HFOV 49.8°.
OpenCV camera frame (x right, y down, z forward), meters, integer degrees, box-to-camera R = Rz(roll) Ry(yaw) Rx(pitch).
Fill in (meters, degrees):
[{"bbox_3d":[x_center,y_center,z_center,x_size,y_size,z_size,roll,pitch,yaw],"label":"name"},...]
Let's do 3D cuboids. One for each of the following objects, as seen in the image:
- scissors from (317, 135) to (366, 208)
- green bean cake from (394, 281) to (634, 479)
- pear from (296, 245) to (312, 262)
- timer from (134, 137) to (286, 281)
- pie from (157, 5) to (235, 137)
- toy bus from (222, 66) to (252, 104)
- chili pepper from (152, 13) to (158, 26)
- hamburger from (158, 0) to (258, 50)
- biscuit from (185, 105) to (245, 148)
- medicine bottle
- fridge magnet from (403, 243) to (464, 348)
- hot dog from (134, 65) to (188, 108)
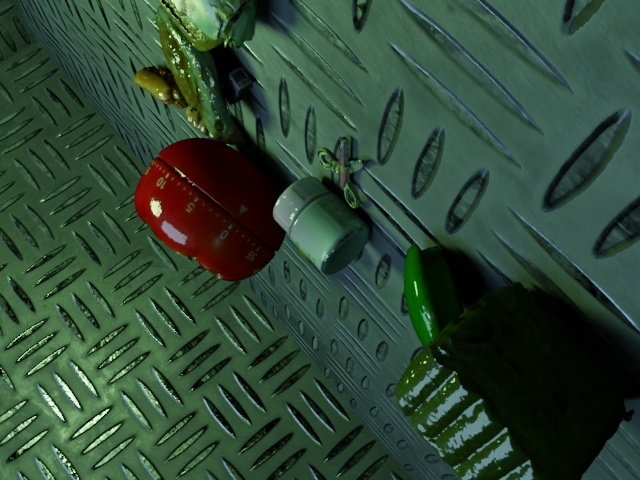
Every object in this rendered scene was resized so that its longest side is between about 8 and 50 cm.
[{"bbox_3d":[0.044,-0.132,1.247,0.133,0.020,0.187,55,166,5],"label":"scissors"},{"bbox_3d":[0.259,0.206,0.929,0.247,0.250,0.156,48,131,17],"label":"green bean cake"},{"bbox_3d":[0.000,0.000,1.518,0.107,0.107,0.131,16,134,65],"label":"pear"},{"bbox_3d":[-0.259,-0.080,1.704,0.378,0.279,0.378,38,176,3],"label":"timer"},{"bbox_3d":[-0.267,-0.363,1.459,0.302,0.067,0.302,57,165,24],"label":"pie"},{"bbox_3d":[-0.174,-0.318,1.426,0.052,0.037,0.131,58,165,-5],"label":"toy bus"},{"bbox_3d":[-0.353,-0.498,1.554,0.030,0.034,0.091,22,-177,-35],"label":"chili pepper"},{"bbox_3d":[-0.195,-0.399,1.120,0.235,0.125,0.214,-15,103,58],"label":"hamburger"},{"bbox_3d":[-0.258,-0.290,1.667,0.183,0.061,0.118,42,-157,32],"label":"biscuit"},{"bbox_3d":[0.001,-0.032,1.386,0.168,0.135,0.135,45,163,21],"label":"medicine bottle"},{"bbox_3d":[0.188,0.105,1.145,0.208,0.088,0.208,-15,-90,-83],"label":"fridge magnet"},{"bbox_3d":[-0.414,-0.413,1.830,0.102,0.076,0.249,16,-165,-41],"label":"hot dog"}]
